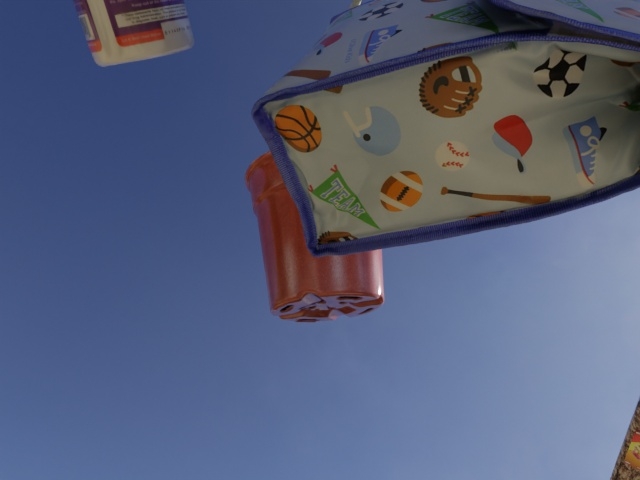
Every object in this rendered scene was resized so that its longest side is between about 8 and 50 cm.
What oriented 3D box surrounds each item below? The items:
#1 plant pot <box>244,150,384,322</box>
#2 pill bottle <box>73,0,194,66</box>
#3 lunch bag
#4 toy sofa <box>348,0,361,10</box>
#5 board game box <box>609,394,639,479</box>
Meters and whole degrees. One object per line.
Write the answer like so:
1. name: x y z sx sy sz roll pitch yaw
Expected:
1. plant pot: 0.000 0.000 0.925 0.272 0.265 0.272 -4 -21 -2
2. pill bottle: -0.203 -0.283 0.501 0.108 0.108 0.194 -4 -63 13
3. lunch bag: 0.168 -0.177 0.549 0.385 0.328 0.239 -7 -55 25
4. toy sofa: 0.183 -0.381 1.172 0.362 0.177 0.150 28 -20 -3
5. board game box: 0.432 0.189 0.471 0.232 0.141 0.291 21 -67 35
